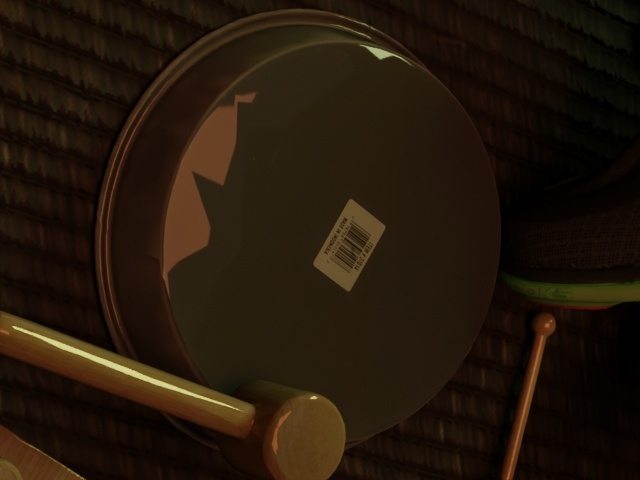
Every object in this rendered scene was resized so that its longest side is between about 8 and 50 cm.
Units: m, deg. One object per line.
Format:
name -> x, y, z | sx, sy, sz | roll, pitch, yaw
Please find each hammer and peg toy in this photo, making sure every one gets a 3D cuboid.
hammer and peg toy -> -0.162, 0.203, 1.050 | 0.266, 0.127, 0.361 | 37, 75, -27

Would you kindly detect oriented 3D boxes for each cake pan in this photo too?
cake pan -> 0.000, 0.000, 1.174 | 0.293, 0.054, 0.293 | -4, 97, -32

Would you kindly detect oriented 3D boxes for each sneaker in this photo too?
sneaker -> 0.308, -0.124, 1.213 | 0.483, 0.185, 0.202 | -35, 99, 11

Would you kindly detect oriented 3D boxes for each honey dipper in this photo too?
honey dipper -> 0.136, 0.127, 1.289 | 0.030, 0.030, 0.161 | 18, 82, -32
